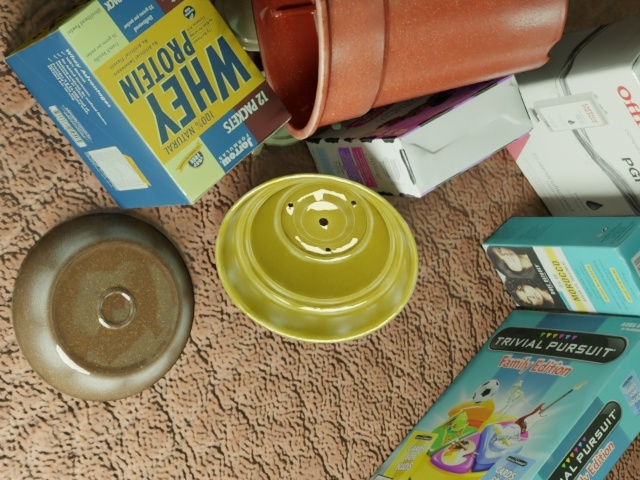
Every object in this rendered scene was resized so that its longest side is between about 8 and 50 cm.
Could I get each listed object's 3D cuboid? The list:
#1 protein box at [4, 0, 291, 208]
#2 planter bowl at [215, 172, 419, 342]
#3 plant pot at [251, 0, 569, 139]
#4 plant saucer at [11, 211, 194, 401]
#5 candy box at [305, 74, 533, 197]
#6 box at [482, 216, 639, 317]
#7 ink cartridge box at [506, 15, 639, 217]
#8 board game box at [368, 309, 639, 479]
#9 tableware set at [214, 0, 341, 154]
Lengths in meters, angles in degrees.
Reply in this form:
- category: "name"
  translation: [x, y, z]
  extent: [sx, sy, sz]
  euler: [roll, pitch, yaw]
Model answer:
- category: "protein box"
  translation: [-0.172, -0.149, 1.154]
  extent: [0.136, 0.201, 0.200]
  euler: [-43, 109, -22]
- category: "planter bowl"
  translation: [0.000, 0.000, 1.285]
  extent: [0.217, 0.217, 0.090]
  euler: [46, 27, -20]
- category: "plant pot"
  translation: [0.087, -0.255, 1.184]
  extent: [0.265, 0.272, 0.272]
  euler: [-10, 95, -14]
- category: "plant saucer"
  translation: [-0.216, 0.069, 1.225]
  extent: [0.198, 0.036, 0.199]
  euler: [0, 90, -29]
- category: "candy box"
  translation: [0.104, -0.115, 1.304]
  extent: [0.165, 0.196, 0.070]
  euler: [-31, 107, -25]
- category: "box"
  translation: [0.300, 0.028, 1.382]
  extent: [0.060, 0.244, 0.100]
  euler: [-39, 107, -22]
- category: "ink cartridge box"
  translation: [0.345, -0.140, 1.385]
  extent: [0.117, 0.283, 0.207]
  euler: [-44, 109, -21]
- category: "board game box"
  translation: [0.215, 0.223, 1.333]
  extent: [0.336, 0.254, 0.079]
  euler: [-47, 110, -21]
- category: "tableware set"
  translation: [-0.062, -0.197, 1.308]
  extent: [0.128, 0.039, 0.194]
  euler: [-15, 91, -16]
